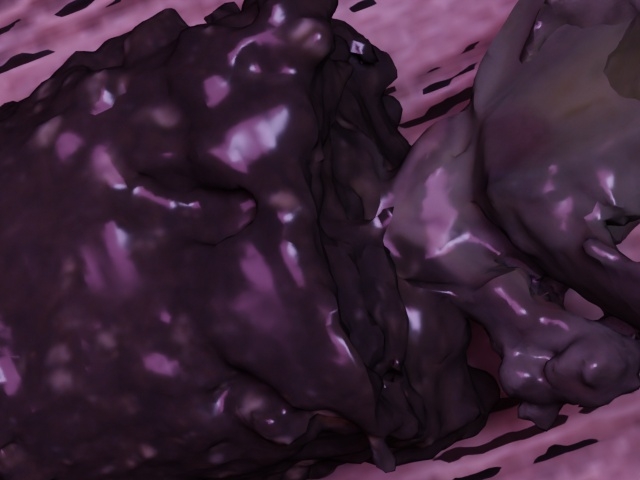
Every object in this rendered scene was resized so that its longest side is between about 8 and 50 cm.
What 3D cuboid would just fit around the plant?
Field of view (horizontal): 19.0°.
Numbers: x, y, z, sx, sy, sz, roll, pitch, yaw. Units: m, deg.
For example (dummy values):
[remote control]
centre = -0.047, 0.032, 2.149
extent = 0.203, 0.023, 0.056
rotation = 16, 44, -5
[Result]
[plant]
centre = 0.000, 0.000, 0.487
extent = 0.203, 0.131, 0.142
rotation = -24, 73, 4
